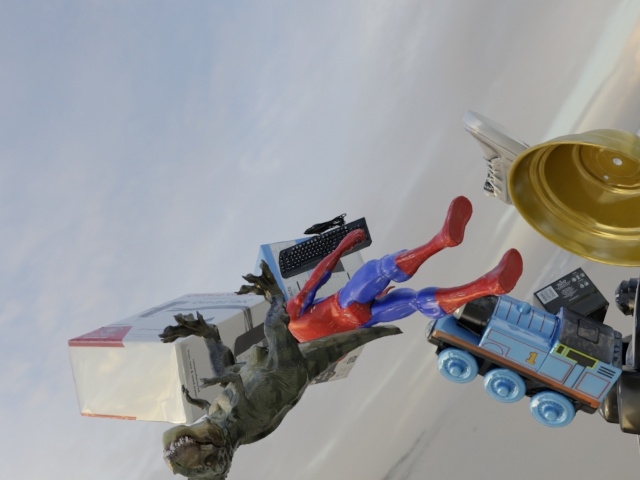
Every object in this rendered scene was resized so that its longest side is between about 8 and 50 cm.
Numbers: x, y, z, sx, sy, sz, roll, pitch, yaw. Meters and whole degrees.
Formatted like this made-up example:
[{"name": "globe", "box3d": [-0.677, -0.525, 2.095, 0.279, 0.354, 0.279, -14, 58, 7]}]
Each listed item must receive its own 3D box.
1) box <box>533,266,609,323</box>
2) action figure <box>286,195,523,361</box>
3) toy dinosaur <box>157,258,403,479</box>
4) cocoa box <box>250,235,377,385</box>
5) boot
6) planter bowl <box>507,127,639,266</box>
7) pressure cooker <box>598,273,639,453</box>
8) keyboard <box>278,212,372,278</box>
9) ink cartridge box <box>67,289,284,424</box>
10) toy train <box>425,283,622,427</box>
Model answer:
[{"name": "box", "box3d": [0.280, 0.079, 0.704, 0.062, 0.052, 0.083, -30, -32, 3]}, {"name": "action figure", "box3d": [0.060, 0.032, 0.581, 0.280, 0.091, 0.139, -34, 14, 46]}, {"name": "toy dinosaur", "box3d": [-0.045, 0.086, 0.485, 0.268, 0.118, 0.064, -25, -23, -51]}, {"name": "cocoa box", "box3d": [-0.034, 0.177, 1.475, 0.228, 0.231, 0.347, -9, -33, -21]}, {"name": "boot", "box3d": [0.347, -0.137, 1.186, 0.123, 0.258, 0.095, -54, 22, 23]}, {"name": "planter bowl", "box3d": [0.350, -0.071, 0.763, 0.090, 0.217, 0.217, -54, -17, -22]}, {"name": "pressure cooker", "box3d": [0.563, 0.172, 0.782, 0.369, 0.421, 0.375, 55, -134, -37]}, {"name": "keyboard", "box3d": [0.000, 0.000, 1.215, 0.192, 0.100, 0.038, -22, -43, 10]}, {"name": "ink cartridge box", "box3d": [-0.192, 0.159, 0.920, 0.273, 0.197, 0.114, -19, -77, -63]}, {"name": "toy train", "box3d": [0.199, 0.107, 0.618, 0.080, 0.184, 0.105, -47, -23, -55]}]
